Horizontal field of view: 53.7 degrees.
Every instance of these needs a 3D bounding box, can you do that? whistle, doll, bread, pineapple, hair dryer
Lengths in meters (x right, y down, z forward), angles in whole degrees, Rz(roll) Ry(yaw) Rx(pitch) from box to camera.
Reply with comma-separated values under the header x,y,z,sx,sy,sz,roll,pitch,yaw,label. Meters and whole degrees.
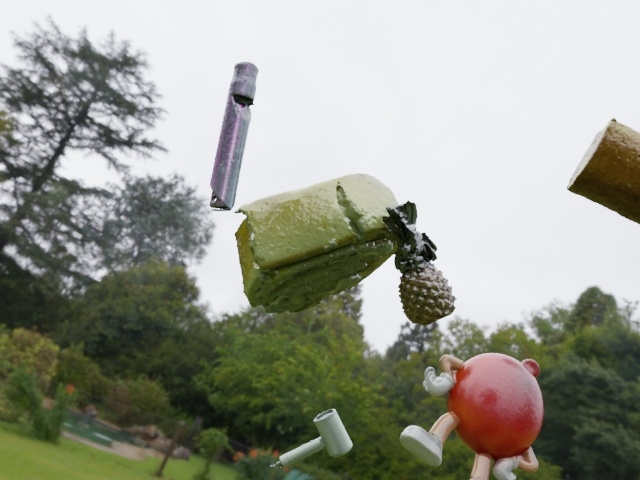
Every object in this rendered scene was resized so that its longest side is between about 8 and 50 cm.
x,y,z,sx,sy,sz,roll,pitch,yaw,label
-0.100,-0.119,0.723,0.033,0.176,0.033,9,-7,1,whistle
0.208,0.222,0.812,0.183,0.217,0.085,43,-33,0,doll
0.000,0.000,0.894,0.257,0.124,0.186,-24,-25,5,bread
0.123,0.028,0.824,0.074,0.159,0.074,-17,2,1,pineapple
0.509,-0.101,1.026,0.172,0.131,0.103,29,10,9,bread
-0.020,0.305,0.941,0.038,0.124,0.063,71,-7,-88,hair dryer
